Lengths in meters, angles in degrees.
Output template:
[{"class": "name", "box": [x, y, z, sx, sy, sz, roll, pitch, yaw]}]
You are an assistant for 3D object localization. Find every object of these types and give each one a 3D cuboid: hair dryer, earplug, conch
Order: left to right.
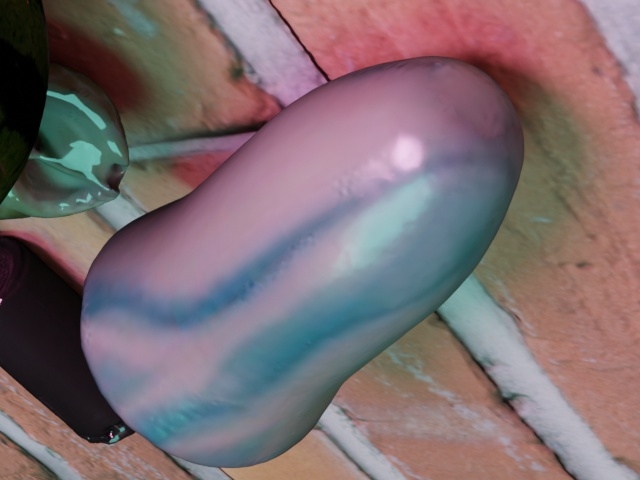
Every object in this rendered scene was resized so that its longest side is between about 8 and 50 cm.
[{"class": "hair dryer", "box": [-0.282, 0.079, 1.279, 0.251, 0.089, 0.197, 5, 149, 38]}, {"class": "conch", "box": [-0.199, -0.070, 0.948, 0.173, 0.106, 0.116, -6, 137, 15]}, {"class": "earplug", "box": [0.000, 0.000, 0.872, 0.185, 0.185, 0.324, 29, 146, -15]}]

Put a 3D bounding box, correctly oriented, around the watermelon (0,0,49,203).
[{"class": "watermelon", "box": [-0.286, -0.095, 0.769, 0.285, 0.285, 0.285, 15, 151, 9]}]
